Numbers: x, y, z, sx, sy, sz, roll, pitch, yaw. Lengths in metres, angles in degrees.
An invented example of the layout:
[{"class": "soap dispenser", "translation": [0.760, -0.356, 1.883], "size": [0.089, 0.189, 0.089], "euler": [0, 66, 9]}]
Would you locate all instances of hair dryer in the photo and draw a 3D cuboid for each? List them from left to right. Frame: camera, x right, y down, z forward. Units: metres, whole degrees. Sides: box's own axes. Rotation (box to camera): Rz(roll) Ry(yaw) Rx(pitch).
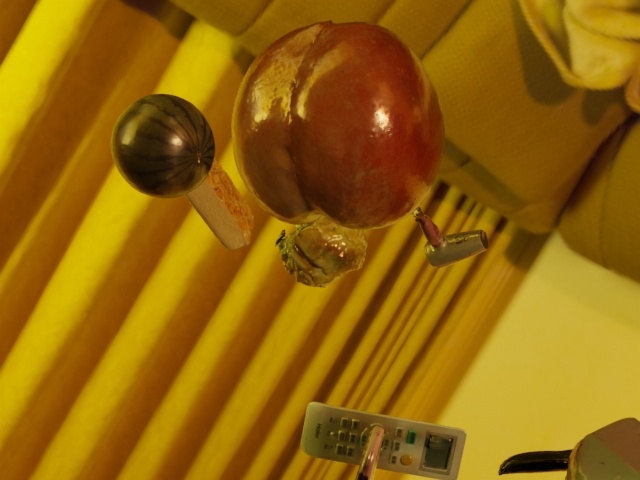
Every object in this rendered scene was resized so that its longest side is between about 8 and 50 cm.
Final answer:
[{"class": "hair dryer", "translation": [0.203, -0.010, 1.508], "size": [0.106, 0.054, 0.154], "euler": [-22, 141, 35]}]

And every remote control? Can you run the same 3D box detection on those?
[{"class": "remote control", "translation": [0.114, 0.363, 1.627], "size": [0.293, 0.103, 0.051], "euler": [11, -169, 3]}]

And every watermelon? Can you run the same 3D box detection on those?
[{"class": "watermelon", "translation": [-0.168, -0.098, 0.913], "size": [0.133, 0.105, 0.105], "euler": [15, 171, 45]}]

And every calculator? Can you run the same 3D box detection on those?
[{"class": "calculator", "translation": [0.058, 0.327, 1.205], "size": [0.024, 0.166, 0.103], "euler": [16, -155, 8]}]

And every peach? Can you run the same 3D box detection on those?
[{"class": "peach", "translation": [0.020, -0.132, 1.025], "size": [0.252, 0.252, 0.252], "euler": [30, -178, -1]}]

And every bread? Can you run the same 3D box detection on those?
[{"class": "bread", "translation": [-0.200, -0.083, 1.715], "size": [0.188, 0.068, 0.125], "euler": [56, -167, -23]}]

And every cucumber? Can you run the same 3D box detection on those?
[{"class": "cucumber", "translation": [0.341, 0.317, 1.281], "size": [0.184, 0.033, 0.036], "euler": [-1, 172, -16]}]

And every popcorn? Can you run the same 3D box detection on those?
[{"class": "popcorn", "translation": [0.000, 0.000, 1.854], "size": [0.198, 0.198, 0.213], "euler": [28, -140, -40]}]

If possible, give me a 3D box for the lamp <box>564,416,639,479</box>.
[{"class": "lamp", "translation": [0.379, 0.413, 1.150], "size": [0.247, 0.301, 0.247], "euler": [-21, -147, -23]}]
